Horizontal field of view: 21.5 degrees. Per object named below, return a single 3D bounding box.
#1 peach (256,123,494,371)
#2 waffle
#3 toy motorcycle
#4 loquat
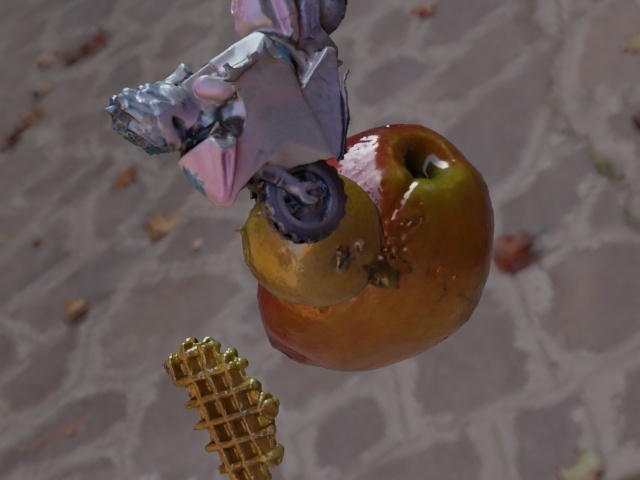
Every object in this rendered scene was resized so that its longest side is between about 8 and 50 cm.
[{"bbox_3d":[0.071,0.021,2.240,0.372,0.290,0.372,-62,10,18],"label":"peach"},{"bbox_3d":[-0.119,0.208,2.037,0.192,0.160,0.046,38,34,21],"label":"waffle"},{"bbox_3d":[-0.073,-0.123,1.363,0.108,0.204,0.239,127,143,-57],"label":"toy motorcycle"},{"bbox_3d":[0.000,0.000,1.977,0.149,0.204,0.172,-63,-2,35],"label":"loquat"}]
